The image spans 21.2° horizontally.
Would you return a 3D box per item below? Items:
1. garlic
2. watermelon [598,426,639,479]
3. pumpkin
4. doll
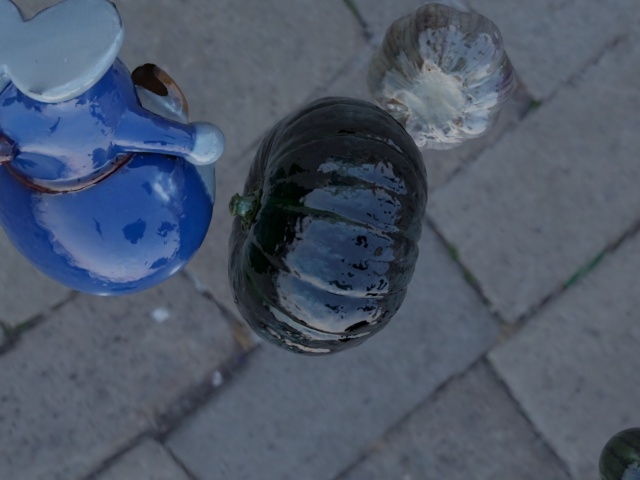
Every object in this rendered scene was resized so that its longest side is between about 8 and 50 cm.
[{"bbox_3d":[0.120,-0.166,1.698,0.147,0.102,0.159,8,127,8],"label":"garlic"},{"bbox_3d":[0.397,0.288,2.068,0.105,0.133,0.105,-26,141,-23],"label":"watermelon"},{"bbox_3d":[0.000,-0.012,1.273,0.140,0.202,0.202,19,107,-13],"label":"pumpkin"},{"bbox_3d":[-0.167,-0.074,1.182,0.257,0.215,0.161,76,34,-56],"label":"doll"}]
